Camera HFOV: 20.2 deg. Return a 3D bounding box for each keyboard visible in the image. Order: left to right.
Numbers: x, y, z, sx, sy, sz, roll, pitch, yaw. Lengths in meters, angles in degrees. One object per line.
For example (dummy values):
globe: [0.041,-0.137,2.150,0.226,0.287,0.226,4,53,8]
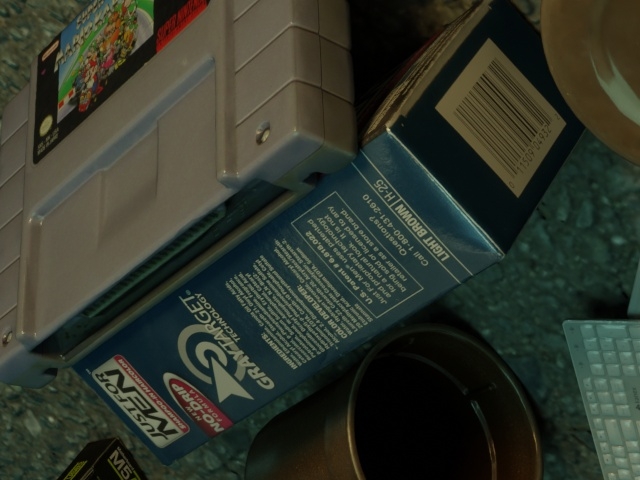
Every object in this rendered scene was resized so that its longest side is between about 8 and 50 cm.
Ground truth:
keyboard: [0.225,0.152,1.219,0.072,0.014,0.256,4,130,32]

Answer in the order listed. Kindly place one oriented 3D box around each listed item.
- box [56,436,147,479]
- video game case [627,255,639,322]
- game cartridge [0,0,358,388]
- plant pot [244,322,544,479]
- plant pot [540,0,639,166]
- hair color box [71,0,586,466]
box: [-0.176,0.291,1.465,0.045,0.184,0.191,-18,113,36]
video game case: [0.291,0.010,1.082,0.190,0.022,0.173,20,131,18]
game cartridge: [-0.108,-0.075,1.133,0.068,0.230,0.355,15,145,-35]
plant pot: [0.042,0.160,1.262,0.167,0.167,0.165,49,142,-10]
plant pot: [0.211,-0.145,0.873,0.263,0.229,0.263,17,131,21]
hair color box: [0.000,0.000,1.146,0.105,0.174,0.347,47,133,-8]
